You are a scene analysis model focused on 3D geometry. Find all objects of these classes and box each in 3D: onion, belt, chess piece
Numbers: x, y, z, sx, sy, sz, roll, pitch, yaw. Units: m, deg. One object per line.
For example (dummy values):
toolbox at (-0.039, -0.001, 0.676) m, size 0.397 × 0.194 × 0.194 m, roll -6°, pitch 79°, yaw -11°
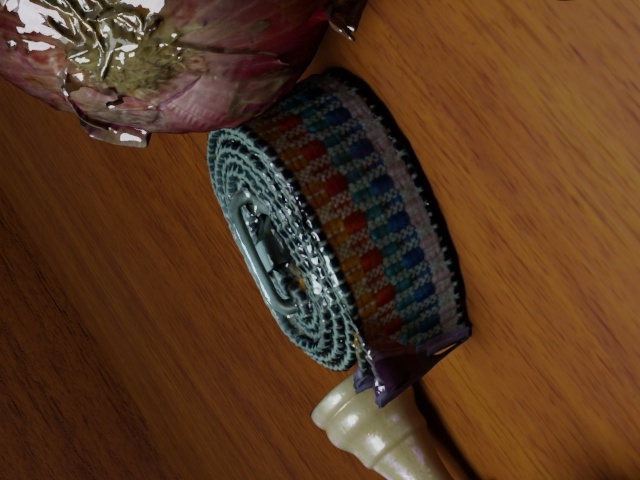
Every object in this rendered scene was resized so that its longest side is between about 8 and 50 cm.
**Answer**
onion at (-0.131, -0.230, 0.842) m, size 0.353 × 0.353 × 0.354 m, roll 46°, pitch 152°, yaw 33°
belt at (0.000, 0.000, 1.006) m, size 0.206 × 0.160 × 0.295 m, roll -2°, pitch 114°, yaw 64°
chess piece at (0.149, 0.310, 1.117) m, size 0.397 × 0.117 × 0.117 m, roll 52°, pitch 155°, yaw 18°
